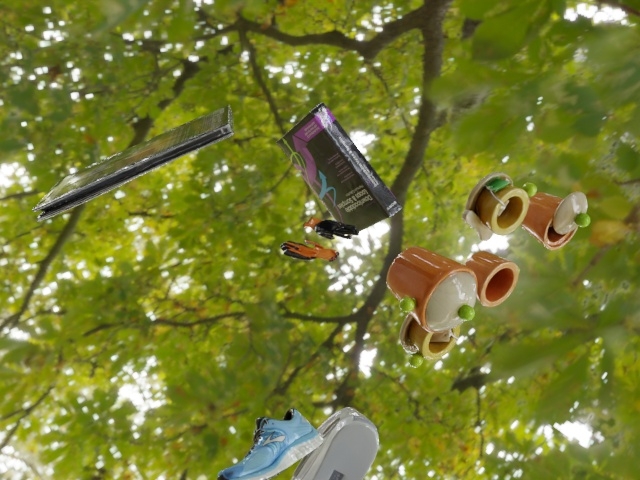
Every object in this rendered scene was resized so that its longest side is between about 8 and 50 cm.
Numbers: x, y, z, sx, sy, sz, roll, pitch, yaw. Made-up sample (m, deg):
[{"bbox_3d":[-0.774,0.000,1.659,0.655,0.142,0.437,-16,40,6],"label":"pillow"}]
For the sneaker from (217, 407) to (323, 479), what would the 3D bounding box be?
[{"bbox_3d":[-0.072,0.261,1.019,0.063,0.162,0.073,-41,-103,40],"label":"sneaker"}]

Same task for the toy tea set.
[{"bbox_3d":[0.236,0.035,1.085,0.124,0.336,0.200,38,-14,44],"label":"toy tea set"}]

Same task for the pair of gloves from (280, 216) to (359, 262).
[{"bbox_3d":[0.000,0.000,0.927,0.074,0.083,0.010,13,-53,31],"label":"pair of gloves"}]

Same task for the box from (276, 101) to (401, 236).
[{"bbox_3d":[0.021,-0.085,1.033,0.162,0.029,0.116,51,-27,-5],"label":"box"}]

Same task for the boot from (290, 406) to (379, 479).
[{"bbox_3d":[-0.003,0.363,1.185,0.095,0.123,0.258,36,-94,-4],"label":"boot"}]

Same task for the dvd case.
[{"bbox_3d":[-0.199,-0.091,0.905,0.221,0.164,0.018,-23,-72,1],"label":"dvd case"}]
